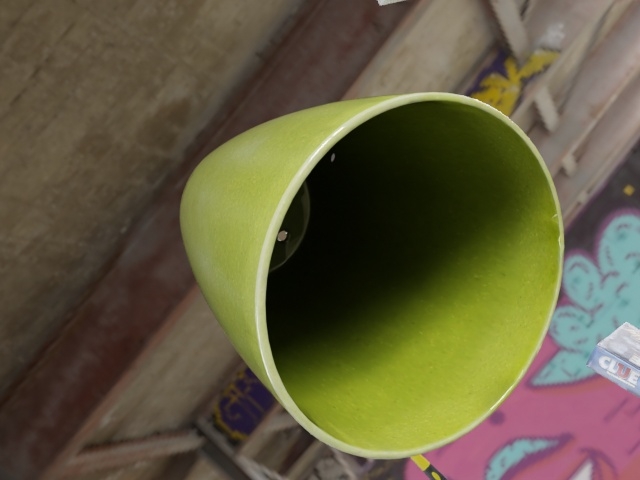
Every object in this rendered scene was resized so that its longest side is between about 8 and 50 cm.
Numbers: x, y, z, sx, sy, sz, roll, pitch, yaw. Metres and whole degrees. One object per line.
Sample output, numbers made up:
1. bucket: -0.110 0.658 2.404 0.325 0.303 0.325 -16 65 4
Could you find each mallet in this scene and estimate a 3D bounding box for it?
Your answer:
1. mallet: 0.142 0.290 1.482 0.062 0.189 0.039 -53 19 -8

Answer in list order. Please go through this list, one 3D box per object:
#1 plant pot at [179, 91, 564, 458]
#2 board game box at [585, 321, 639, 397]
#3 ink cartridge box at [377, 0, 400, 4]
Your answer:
1. plant pot: 0.000 0.000 0.927 0.274 0.293 0.275 -8 -74 -30
2. board game box: 0.562 0.226 1.765 0.165 0.243 0.042 -18 -45 -57
3. ink cartridge box: 0.133 -0.260 0.808 0.203 0.086 0.148 -16 -17 -13
